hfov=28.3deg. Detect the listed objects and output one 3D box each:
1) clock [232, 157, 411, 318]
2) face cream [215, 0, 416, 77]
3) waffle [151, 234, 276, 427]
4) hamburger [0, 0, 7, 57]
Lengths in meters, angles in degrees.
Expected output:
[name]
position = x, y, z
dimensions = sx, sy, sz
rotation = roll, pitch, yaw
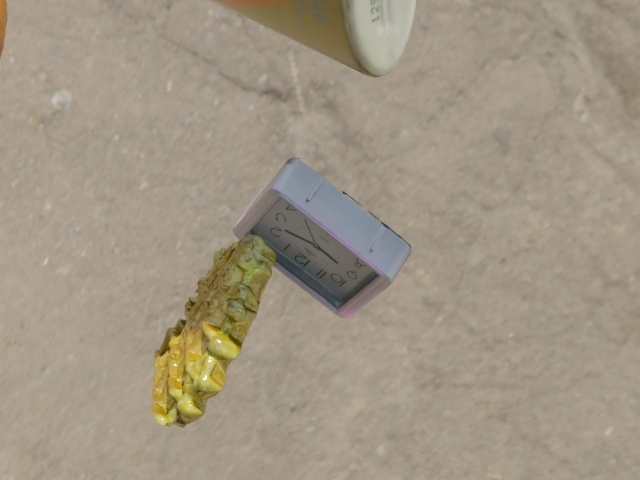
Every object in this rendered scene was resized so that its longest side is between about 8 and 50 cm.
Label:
[clock]
position = 0.000, 0.000, 1.626
dimensions = 0.197, 0.150, 0.063
rotation = 38, 55, -7
[face cream]
position = -0.050, -0.220, 0.885
dimensions = 0.067, 0.139, 0.285
rotation = -27, 41, -30
[waffle]
position = -0.119, 0.097, 1.475
dimensions = 0.057, 0.229, 0.219
rotation = 29, 101, -14
[hamburger]
position = -0.531, -0.278, 1.397
dimensions = 0.329, 0.250, 0.330
rotation = -4, 65, 9
